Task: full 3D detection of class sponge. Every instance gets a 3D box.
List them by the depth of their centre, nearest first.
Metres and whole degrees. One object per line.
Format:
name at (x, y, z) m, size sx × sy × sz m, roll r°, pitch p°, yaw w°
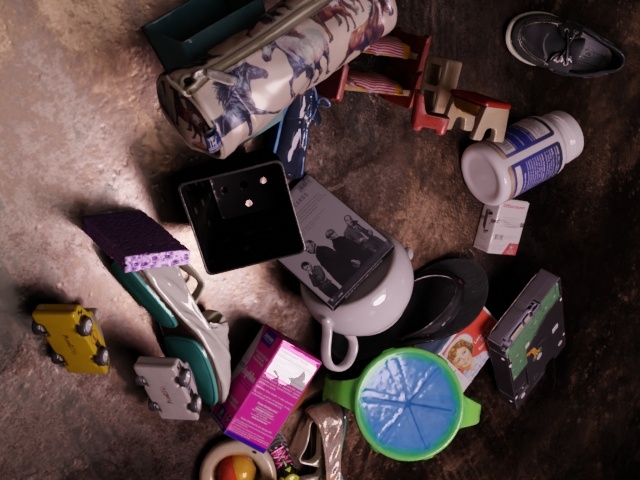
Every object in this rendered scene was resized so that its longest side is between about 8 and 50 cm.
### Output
sponge at (-0.324, -0.002, 1.495) m, size 0.117 × 0.210 × 0.031 m, roll -8°, pitch 114°, yaw -32°

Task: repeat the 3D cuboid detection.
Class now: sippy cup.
sippy cup at (0.174, 0.346, 1.868) m, size 0.305 × 0.224 × 0.240 m, roll 45°, pitch 82°, yaw 0°

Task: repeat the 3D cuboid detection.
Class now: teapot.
teapot at (0.090, 0.112, 1.789) m, size 0.256 × 0.253 × 0.187 m, roll -26°, pitch 132°, yaw 7°

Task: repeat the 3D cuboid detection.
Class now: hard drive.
hard drive at (0.520, 0.251, 2.146) m, size 0.237 × 0.064 × 0.339 m, roll -49°, pitch 146°, yaw -17°

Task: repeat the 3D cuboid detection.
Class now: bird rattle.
bird rattle at (-0.176, 0.524, 1.827) m, size 0.253 × 0.143 × 0.207 m, roll -15°, pitch 90°, yaw 10°

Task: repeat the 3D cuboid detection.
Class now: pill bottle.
pill bottle at (0.469, -0.196, 1.977) m, size 0.264 × 0.153 × 0.153 m, roll -26°, pitch 119°, yaw -23°

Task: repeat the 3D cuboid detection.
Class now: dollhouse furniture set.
dollhouse furniture set at (0.165, -0.309, 1.609) m, size 0.201 × 0.374 × 0.152 m, roll -1°, pitch 111°, yaw -34°

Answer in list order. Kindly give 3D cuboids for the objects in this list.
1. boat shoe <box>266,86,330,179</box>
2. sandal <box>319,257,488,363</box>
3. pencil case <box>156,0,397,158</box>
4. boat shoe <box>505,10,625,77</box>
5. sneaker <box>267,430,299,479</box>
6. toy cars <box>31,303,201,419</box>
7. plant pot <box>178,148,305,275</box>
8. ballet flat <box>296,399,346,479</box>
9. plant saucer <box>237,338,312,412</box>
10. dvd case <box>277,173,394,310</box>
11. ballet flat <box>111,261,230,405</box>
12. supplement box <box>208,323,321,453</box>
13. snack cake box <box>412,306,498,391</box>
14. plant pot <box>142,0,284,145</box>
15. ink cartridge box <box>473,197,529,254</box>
boat shoe at (-0.041, -0.245, 1.670) m, size 0.089 × 0.109 × 0.258 m, roll 10°, pitch 116°, yaw -18°
sandal at (0.213, 0.156, 1.916) m, size 0.445 × 0.107 × 0.168 m, roll -22°, pitch 76°, yaw -25°
pencil case at (-0.065, -0.304, 1.381) m, size 0.410 × 0.183 × 0.160 m, roll -39°, pitch 84°, yaw -14°
boat shoe at (0.579, -0.445, 1.988) m, size 0.340 × 0.113 × 0.127 m, roll 14°, pitch 99°, yaw -35°
sneaker at (-0.085, 0.490, 1.899) m, size 0.063 × 0.075 × 0.170 m, roll -24°, pitch 117°, yaw -24°
toy cars at (-0.361, 0.211, 1.588) m, size 0.393 × 0.176 × 0.087 m, roll 34°, pitch 44°, yaw -26°
plant pot at (-0.144, -0.073, 1.591) m, size 0.187 × 0.167 × 0.188 m, roll -14°, pitch 117°, yaw 2°
ballet flat at (-0.005, 0.513, 1.951) m, size 0.106 × 0.107 × 0.316 m, roll -4°, pitch 98°, yaw -28°
plant saucer at (-0.098, 0.308, 1.854) m, size 0.200 × 0.037 × 0.200 m, roll -11°, pitch 111°, yaw -30°
dvd case at (0.000, 0.000, 1.708) m, size 0.179 × 0.238 × 0.029 m, roll -45°, pitch 161°, yaw -12°
ballet flat at (-0.252, 0.147, 1.654) m, size 0.139 × 0.139 × 0.400 m, roll -37°, pitch 121°, yaw -17°
supplement box at (-0.114, 0.299, 1.747) m, size 0.114 × 0.111 × 0.220 m, roll 35°, pitch 86°, yaw -27°
snack cake box at (0.315, 0.272, 2.077) m, size 0.264 × 0.089 × 0.152 m, roll -51°, pitch 124°, yaw -8°
plant pot at (-0.170, -0.301, 1.529) m, size 0.165 × 0.165 × 0.234 m, roll -35°, pitch 127°, yaw -19°
ink cartridge box at (0.436, -0.039, 2.069) m, size 0.099 × 0.056 × 0.135 m, roll 5°, pitch 104°, yaw -35°
